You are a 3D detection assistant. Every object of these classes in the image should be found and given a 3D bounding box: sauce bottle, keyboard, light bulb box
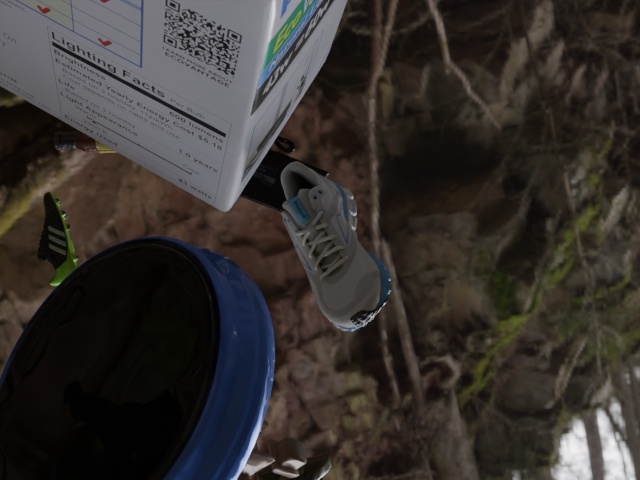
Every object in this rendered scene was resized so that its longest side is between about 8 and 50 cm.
[{"bbox_3d":[-0.308,-0.143,1.361,0.128,0.042,0.042,-1,-155,-1],"label":"sauce bottle"},{"bbox_3d":[-0.080,-0.106,1.368,0.180,0.108,0.023,21,176,-10],"label":"keyboard"},{"bbox_3d":[-0.159,-0.255,0.799,0.358,0.361,0.225,29,-114,0],"label":"light bulb box"}]

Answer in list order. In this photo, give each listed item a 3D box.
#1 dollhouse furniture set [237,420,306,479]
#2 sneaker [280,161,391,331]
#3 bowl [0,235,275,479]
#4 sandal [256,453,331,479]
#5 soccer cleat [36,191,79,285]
[{"bbox_3d":[-0.020,0.443,1.331,0.174,0.355,0.303,-36,-134,25],"label":"dollhouse furniture set"},{"bbox_3d":[0.000,0.000,0.857,0.071,0.083,0.190,-37,-139,12],"label":"sneaker"},{"bbox_3d":[-0.230,0.171,1.096,0.391,0.077,0.391,-21,-128,29],"label":"bowl"},{"bbox_3d":[-0.039,0.408,1.589,0.120,0.086,0.303,-13,164,-7],"label":"sandal"},{"bbox_3d":[-0.497,-0.002,1.799,0.072,0.179,0.060,-16,175,-11],"label":"soccer cleat"}]
